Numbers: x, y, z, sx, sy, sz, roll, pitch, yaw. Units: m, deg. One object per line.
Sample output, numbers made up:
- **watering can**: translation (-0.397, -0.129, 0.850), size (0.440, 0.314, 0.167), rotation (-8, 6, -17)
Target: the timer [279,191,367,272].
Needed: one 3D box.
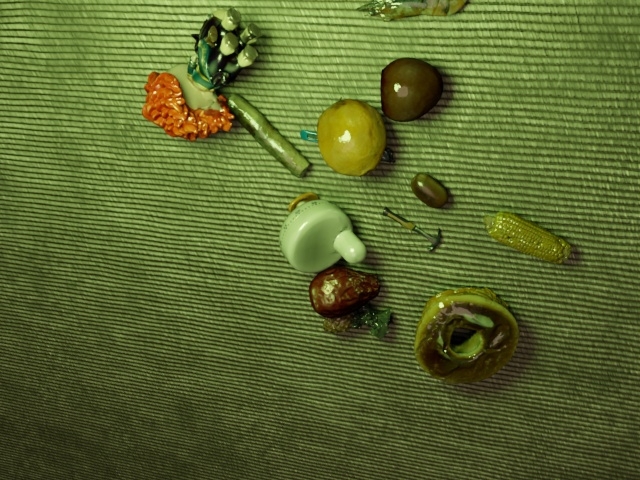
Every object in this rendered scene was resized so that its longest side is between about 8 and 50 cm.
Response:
- **timer**: translation (0.000, 0.000, 1.628), size (0.240, 0.233, 0.234), rotation (47, 130, 42)

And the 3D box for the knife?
- **knife**: translation (0.079, -0.280, 1.592), size (0.296, 0.026, 0.044), rotation (14, 130, 8)

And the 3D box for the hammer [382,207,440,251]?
- **hammer**: translation (0.281, -0.045, 1.651), size (0.201, 0.021, 0.078), rotation (31, 119, -2)

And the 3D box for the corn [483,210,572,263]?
- **corn**: translation (0.590, -0.010, 1.540), size (0.261, 0.097, 0.097), rotation (25, 119, 2)

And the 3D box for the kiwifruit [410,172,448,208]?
- **kiwifruit**: translation (0.318, -0.144, 1.566), size (0.124, 0.075, 0.075), rotation (39, 119, -10)

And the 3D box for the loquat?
- **loquat**: translation (0.084, -0.289, 1.492), size (0.187, 0.176, 0.234), rotation (-14, 84, -10)

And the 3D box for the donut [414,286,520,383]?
- **donut**: translation (0.450, 0.289, 1.703), size (0.329, 0.160, 0.330), rotation (1, 116, 2)

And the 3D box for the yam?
- **yam**: translation (-0.158, -0.314, 1.617), size (0.317, 0.067, 0.071), rotation (43, 88, -6)

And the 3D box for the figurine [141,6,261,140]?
- **figurine**: translation (-0.325, -0.455, 1.487), size (0.412, 0.241, 0.306), rotation (-54, 54, 22)

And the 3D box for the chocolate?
- **chocolate**: translation (0.241, -0.396, 1.418), size (0.176, 0.177, 0.177), rotation (6, 117, 13)

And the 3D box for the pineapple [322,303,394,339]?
- **pineapple**: translation (0.128, 0.262, 1.801), size (0.237, 0.111, 0.119), rotation (2, 144, 9)

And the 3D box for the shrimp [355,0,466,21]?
- **shrimp**: translation (0.232, -0.650, 1.359), size (0.295, 0.058, 0.169), rotation (-1, 108, 12)

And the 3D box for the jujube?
- **jujube**: translation (0.079, 0.160, 1.712), size (0.236, 0.168, 0.168), rotation (-9, 116, -14)
